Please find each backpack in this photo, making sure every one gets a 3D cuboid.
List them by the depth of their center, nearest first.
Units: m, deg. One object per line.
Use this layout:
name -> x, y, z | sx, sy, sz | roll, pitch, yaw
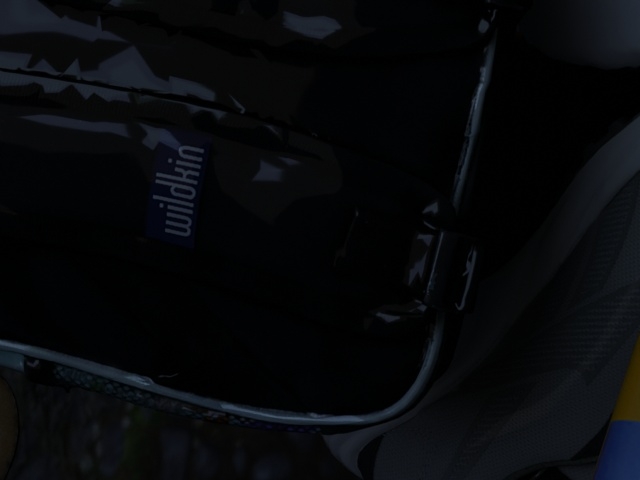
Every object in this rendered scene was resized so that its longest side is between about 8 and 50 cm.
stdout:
backpack -> -0.065, -0.062, 0.528 | 0.253, 0.191, 0.225 | 10, 94, 1

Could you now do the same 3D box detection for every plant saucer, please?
plant saucer -> -0.200, 0.108, 0.823 | 0.083, 0.015, 0.083 | -13, 67, 31

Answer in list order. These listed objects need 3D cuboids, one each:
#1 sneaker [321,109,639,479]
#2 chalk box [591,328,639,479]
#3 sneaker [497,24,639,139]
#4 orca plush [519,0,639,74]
sneaker -> 0.122, 0.029, 0.586 | 0.271, 0.100, 0.108 | -45, 63, 21
chalk box -> 0.199, 0.078, 0.451 | 0.180, 0.179, 0.289 | 13, 81, 36
sneaker -> 0.114, -0.121, 0.648 | 0.262, 0.099, 0.121 | -3, 64, 26
orca plush -> 0.177, -0.150, 0.473 | 0.151, 0.102, 0.287 | 54, 139, 22
